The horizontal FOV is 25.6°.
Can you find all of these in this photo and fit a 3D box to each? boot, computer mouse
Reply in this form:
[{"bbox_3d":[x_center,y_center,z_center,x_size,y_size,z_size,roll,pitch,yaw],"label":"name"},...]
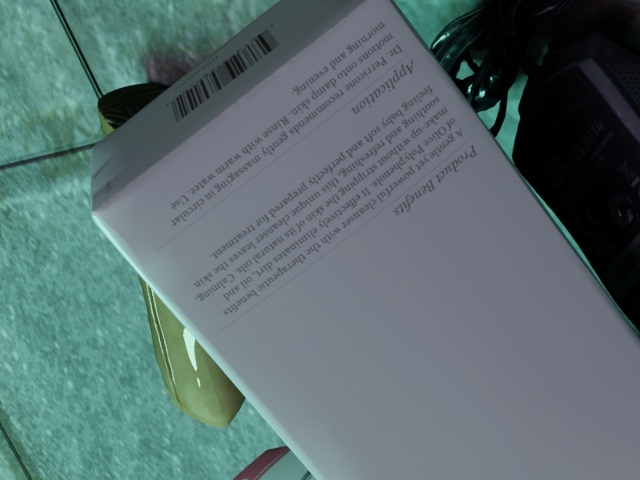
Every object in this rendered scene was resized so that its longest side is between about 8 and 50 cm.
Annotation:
[{"bbox_3d":[-0.094,0.034,1.108,0.236,0.089,0.269,-125,23,-57],"label":"boot"},{"bbox_3d":[0.184,-0.052,0.804,0.272,0.072,0.188,57,148,13],"label":"computer mouse"}]

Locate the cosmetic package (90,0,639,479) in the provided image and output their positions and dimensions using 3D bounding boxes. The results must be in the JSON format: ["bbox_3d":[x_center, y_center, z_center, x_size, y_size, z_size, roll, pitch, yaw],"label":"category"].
[{"bbox_3d":[0.054,0.045,0.817,0.365,0.197,0.155,53,-177,-19],"label":"cosmetic package"}]

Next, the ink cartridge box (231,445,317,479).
[{"bbox_3d":[0.049,0.257,1.084,0.207,0.117,0.283,53,149,-8],"label":"ink cartridge box"}]
